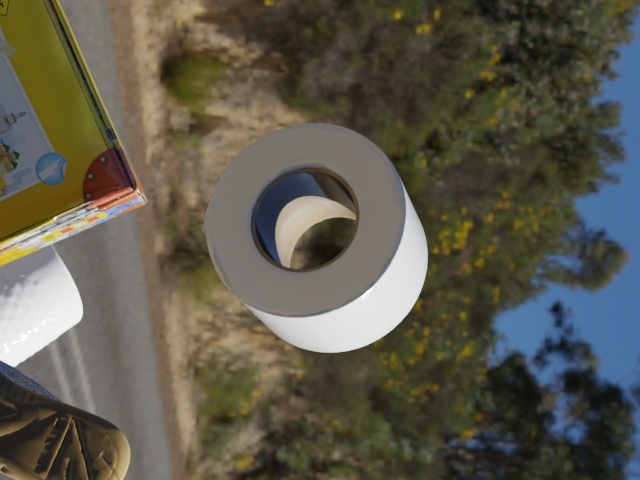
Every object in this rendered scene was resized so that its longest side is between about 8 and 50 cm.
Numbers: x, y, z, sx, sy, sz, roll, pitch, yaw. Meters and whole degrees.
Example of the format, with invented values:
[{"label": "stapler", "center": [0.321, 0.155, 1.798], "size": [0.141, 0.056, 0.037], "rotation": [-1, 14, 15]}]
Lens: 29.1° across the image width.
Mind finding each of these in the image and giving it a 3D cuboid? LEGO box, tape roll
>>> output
[{"label": "LEGO box", "center": [-0.501, -0.212, 1.625], "size": [0.193, 0.372, 0.500], "rotation": [153, -87, -84]}, {"label": "tape roll", "center": [0.000, 0.000, 1.508], "size": [0.169, 0.246, 0.246], "rotation": [53, 41, -66]}]

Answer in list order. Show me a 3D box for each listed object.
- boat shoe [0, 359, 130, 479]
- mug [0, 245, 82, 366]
[{"label": "boat shoe", "center": [-0.298, 0.142, 1.042], "size": [0.098, 0.277, 0.096], "rotation": [-62, -157, -14]}, {"label": "mug", "center": [-0.665, 0.088, 2.181], "size": [0.328, 0.374, 0.276], "rotation": [-37, 164, -26]}]
